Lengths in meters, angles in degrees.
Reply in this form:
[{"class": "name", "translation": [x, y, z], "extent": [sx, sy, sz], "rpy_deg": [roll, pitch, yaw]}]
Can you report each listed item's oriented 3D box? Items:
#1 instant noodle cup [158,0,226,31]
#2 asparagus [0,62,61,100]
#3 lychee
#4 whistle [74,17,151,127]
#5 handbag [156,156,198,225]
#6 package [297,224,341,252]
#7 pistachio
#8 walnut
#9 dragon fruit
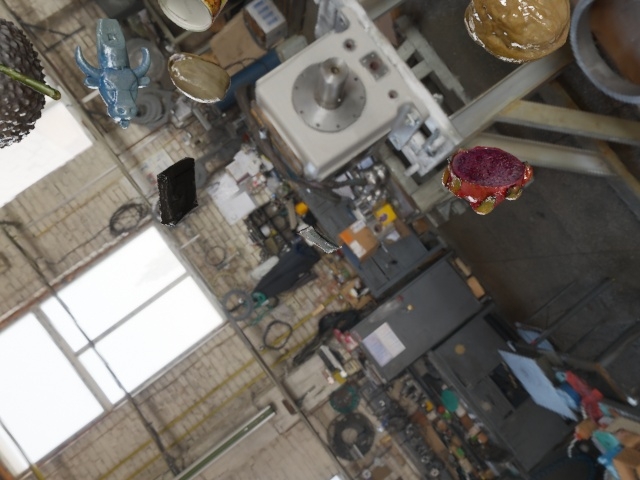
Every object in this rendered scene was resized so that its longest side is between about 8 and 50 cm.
[{"class": "instant noodle cup", "translation": [-0.362, -0.726, 1.460], "extent": [0.213, 0.174, 0.213], "rpy_deg": [15, 160, 6]}, {"class": "asparagus", "translation": [-0.356, -0.193, 0.594], "extent": [0.114, 0.014, 0.015], "rpy_deg": [25, 170, 5]}, {"class": "lychee", "translation": [-0.742, -0.341, 1.091], "extent": [0.300, 0.300, 0.300], "rpy_deg": [52, 173, 9]}, {"class": "whistle", "translation": [-0.517, -0.422, 1.283], "extent": [0.093, 0.180, 0.269], "rpy_deg": [12, 112, 53]}, {"class": "handbag", "translation": [-0.562, -0.199, 2.025], "extent": [0.247, 0.080, 0.223], "rpy_deg": [-62, -20, -61]}, {"class": "package", "translation": [0.000, 0.000, 0.989], "extent": [0.110, 0.037, 0.015], "rpy_deg": [35, -140, -46]}, {"class": "pistachio", "translation": [-0.380, -0.511, 1.592], "extent": [0.206, 0.131, 0.130], "rpy_deg": [18, -155, -43]}, {"class": "walnut", "translation": [0.656, -0.740, 1.670], "extent": [0.343, 0.306, 0.306], "rpy_deg": [34, 168, 12]}, {"class": "dragon fruit", "translation": [0.239, -0.086, 0.735], "extent": [0.126, 0.112, 0.068], "rpy_deg": [22, 138, 30]}]
